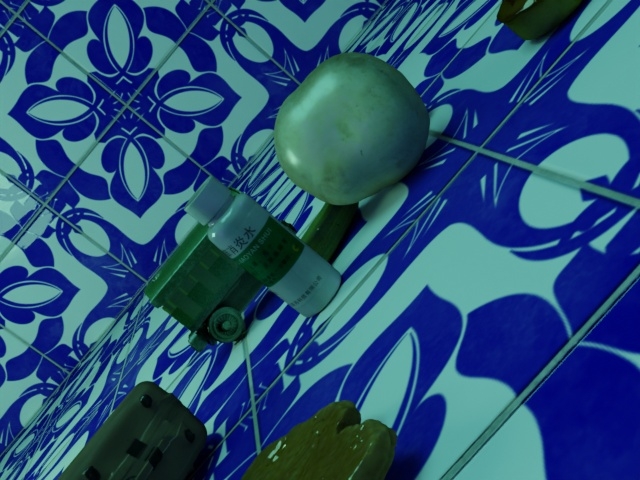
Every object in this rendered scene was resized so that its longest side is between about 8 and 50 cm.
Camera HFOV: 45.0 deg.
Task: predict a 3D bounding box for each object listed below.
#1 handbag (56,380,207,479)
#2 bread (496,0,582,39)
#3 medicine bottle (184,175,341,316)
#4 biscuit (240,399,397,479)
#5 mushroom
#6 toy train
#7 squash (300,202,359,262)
[{"bbox_3d":[-0.316,0.377,1.112,0.283,0.149,0.302,-46,8,28],"label":"handbag"},{"bbox_3d":[0.341,-0.374,1.200,0.125,0.086,0.156,-56,14,-15],"label":"bread"},{"bbox_3d":[-0.089,0.008,1.188,0.095,0.260,0.095,-46,13,14],"label":"medicine bottle"},{"bbox_3d":[-0.050,0.293,0.772,0.376,0.051,0.269,-45,13,31],"label":"biscuit"},{"bbox_3d":[0.059,-0.186,1.311,0.234,0.260,0.254,-20,-59,-71],"label":"mushroom"},{"bbox_3d":[-0.181,0.058,1.464,0.301,0.202,0.120,-52,19,-8],"label":"toy train"},{"bbox_3d":[0.000,0.000,1.330,0.066,0.066,0.229,-26,27,58],"label":"squash"}]
